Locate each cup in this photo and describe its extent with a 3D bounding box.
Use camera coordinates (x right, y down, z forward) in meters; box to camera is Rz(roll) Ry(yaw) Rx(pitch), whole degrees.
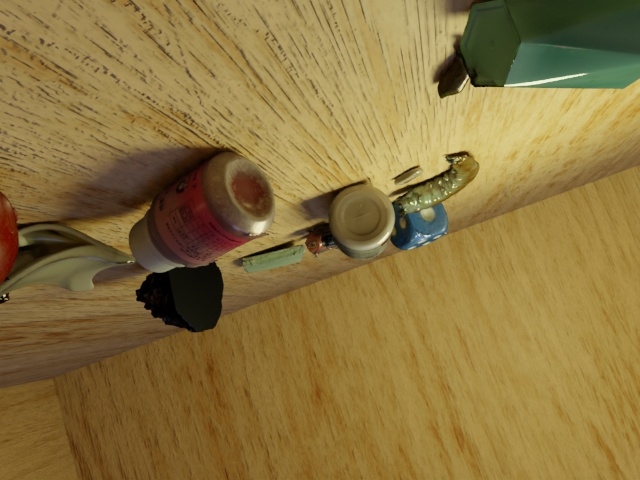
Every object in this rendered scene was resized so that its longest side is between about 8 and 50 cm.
[{"bbox_3d":[0.298,-0.254,0.731,0.235,0.134,0.148,-12,166,-19],"label":"cup"}]

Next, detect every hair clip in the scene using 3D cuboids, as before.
[{"bbox_3d":[-0.480,0.040,0.959,0.172,0.113,0.282,-26,174,38],"label":"hair clip"}]

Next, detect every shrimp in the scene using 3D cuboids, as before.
[{"bbox_3d":[0.330,-0.152,1.530,0.185,0.068,0.287,-16,169,-26],"label":"shrimp"}]

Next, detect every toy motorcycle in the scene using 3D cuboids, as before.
[{"bbox_3d":[0.000,0.000,1.723,0.118,0.084,0.212,-18,-177,-15],"label":"toy motorcycle"}]

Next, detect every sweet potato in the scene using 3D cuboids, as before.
[{"bbox_3d":[0.201,-0.244,0.849,0.041,0.038,0.153,-41,171,-9],"label":"sweet potato"}]

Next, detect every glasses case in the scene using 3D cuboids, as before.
[{"bbox_3d":[0.214,-0.155,1.419,0.032,0.021,0.083,-8,166,-42],"label":"glasses case"}]

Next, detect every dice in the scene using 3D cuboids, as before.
[{"bbox_3d":[0.286,-0.056,1.758,0.146,0.143,0.146,-14,170,-28],"label":"dice"}]

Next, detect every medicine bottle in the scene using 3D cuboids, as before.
[{"bbox_3d":[-0.198,-0.034,0.943,0.247,0.147,0.147,-25,169,33],"label":"medicine bottle"},{"bbox_3d":[0.104,-0.036,1.476,0.156,0.157,0.289,-19,171,2],"label":"medicine bottle"}]

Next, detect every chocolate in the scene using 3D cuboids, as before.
[{"bbox_3d":[-0.365,0.133,1.433,0.177,0.207,0.224,-12,179,23],"label":"chocolate"}]

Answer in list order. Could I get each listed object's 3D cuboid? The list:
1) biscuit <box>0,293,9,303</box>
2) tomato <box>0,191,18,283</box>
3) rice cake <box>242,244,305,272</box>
[{"bbox_3d":[-0.690,0.117,1.054,0.252,0.070,0.106,-23,169,20],"label":"biscuit"},{"bbox_3d":[-0.438,0.001,0.677,0.167,0.167,0.167,-18,171,-3],"label":"tomato"},{"bbox_3d":[-0.147,0.060,1.841,0.198,0.037,0.189,-13,171,-7],"label":"rice cake"}]
